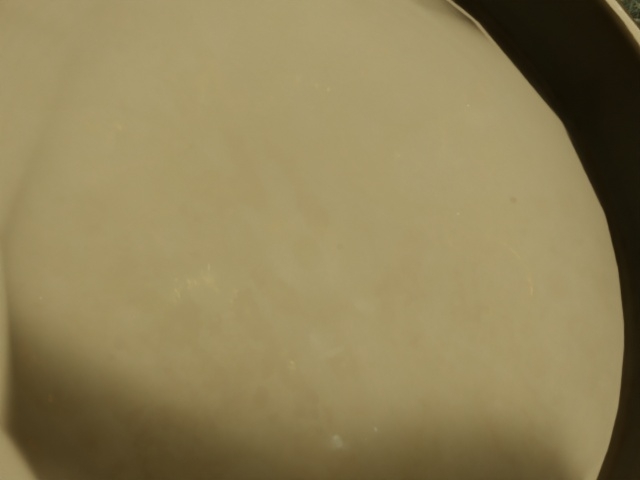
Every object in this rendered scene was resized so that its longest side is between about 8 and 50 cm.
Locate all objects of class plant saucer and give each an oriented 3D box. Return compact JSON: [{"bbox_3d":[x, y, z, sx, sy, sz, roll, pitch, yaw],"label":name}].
[{"bbox_3d":[0.000,0.000,0.416,0.278,0.041,0.277,11,66,-24],"label":"plant saucer"}]

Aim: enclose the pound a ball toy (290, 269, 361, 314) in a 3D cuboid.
[{"bbox_3d":[0.067,-0.004,0.612,0.319,0.136,0.208,28,58,-40],"label":"pound a ball toy"}]
